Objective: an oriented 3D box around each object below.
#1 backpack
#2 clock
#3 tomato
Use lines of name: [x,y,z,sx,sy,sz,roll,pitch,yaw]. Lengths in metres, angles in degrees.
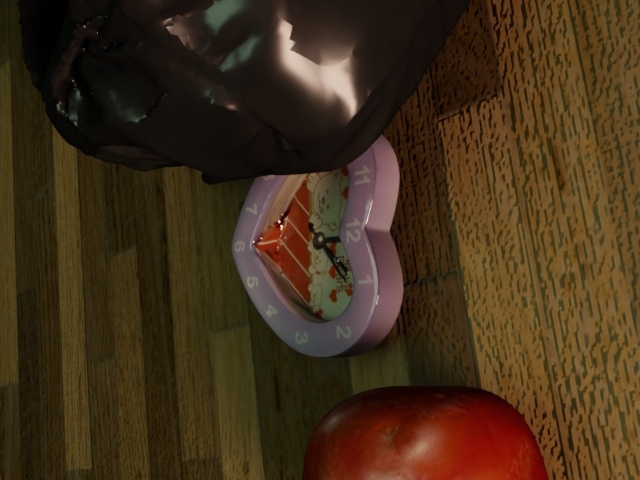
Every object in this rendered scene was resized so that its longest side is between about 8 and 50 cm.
backpack: [-0.091,-0.200,0.621,0.446,0.255,0.363,-8,47,56]
clock: [0.000,0.000,0.661,0.172,0.064,0.197,-9,79,43]
tomato: [0.067,0.167,0.512,0.187,0.151,0.187,42,155,24]
